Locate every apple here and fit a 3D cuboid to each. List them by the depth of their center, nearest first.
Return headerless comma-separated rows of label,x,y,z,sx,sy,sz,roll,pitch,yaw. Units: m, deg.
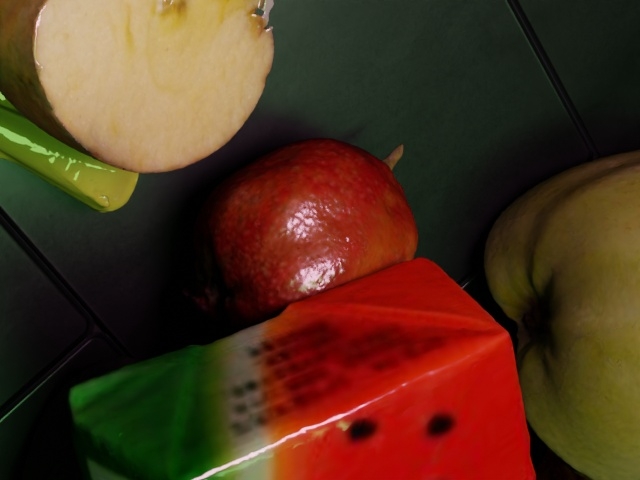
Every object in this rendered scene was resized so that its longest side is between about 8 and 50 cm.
apple,-0.160,-0.211,1.099,0.251,0.163,0.293,9,98,-54
apple,0.355,0.078,1.430,0.360,0.320,0.312,-1,113,-18

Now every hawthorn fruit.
hawthorn fruit,0.000,0.000,1.279,0.251,0.189,0.189,-40,124,-18

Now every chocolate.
chocolate,0.012,0.235,1.147,0.341,0.161,0.360,-21,112,-25

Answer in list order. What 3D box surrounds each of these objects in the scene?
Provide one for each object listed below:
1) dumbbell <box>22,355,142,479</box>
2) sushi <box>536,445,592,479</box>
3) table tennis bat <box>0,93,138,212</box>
dumbbell,-0.085,0.240,1.306,0.322,0.203,0.204,23,97,-35
sushi,0.322,0.240,1.572,0.181,0.196,0.343,-6,108,-8
table tennis bat,-0.300,-0.111,1.132,0.368,0.054,0.224,28,93,-32
